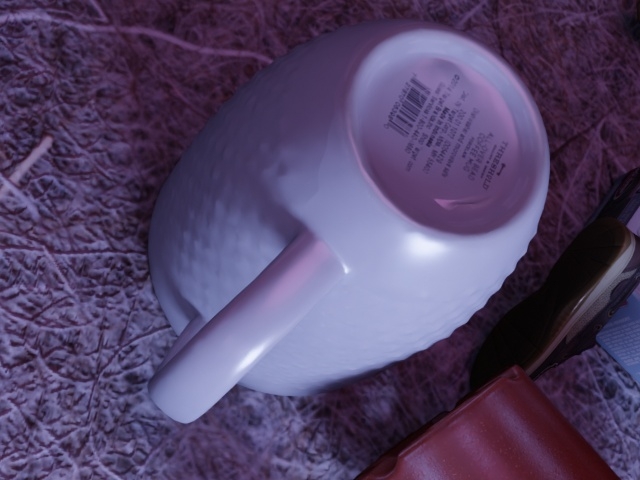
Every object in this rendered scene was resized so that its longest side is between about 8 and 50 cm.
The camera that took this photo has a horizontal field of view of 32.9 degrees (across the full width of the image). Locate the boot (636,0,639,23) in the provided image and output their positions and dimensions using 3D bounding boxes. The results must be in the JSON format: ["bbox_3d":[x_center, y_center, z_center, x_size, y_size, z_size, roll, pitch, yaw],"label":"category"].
[{"bbox_3d":[0.477,-0.174,1.277,0.305,0.112,0.115,42,73,-9],"label":"boot"}]

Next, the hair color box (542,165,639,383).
[{"bbox_3d":[0.439,0.101,1.161,0.374,0.113,0.185,44,63,-6],"label":"hair color box"}]

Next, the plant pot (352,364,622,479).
[{"bbox_3d":[0.164,0.268,0.919,0.272,0.272,0.265,-31,79,-28],"label":"plant pot"}]

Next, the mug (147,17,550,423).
[{"bbox_3d":[0.000,0.000,0.878,0.276,0.328,0.374,45,62,-4],"label":"mug"}]

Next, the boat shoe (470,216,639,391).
[{"bbox_3d":[0.235,0.080,1.042,0.073,0.223,0.080,27,21,-26],"label":"boat shoe"}]
